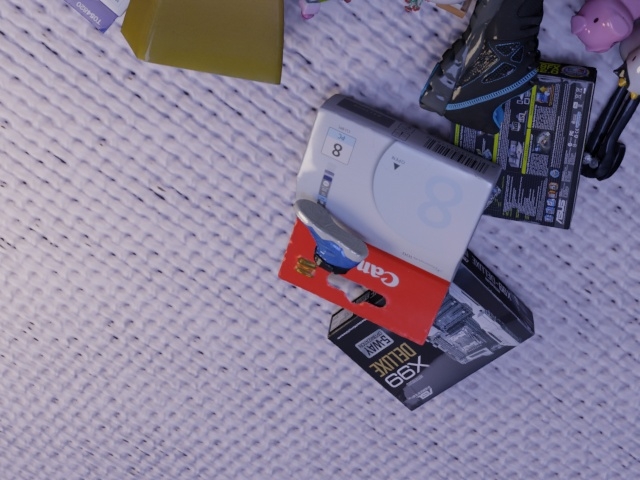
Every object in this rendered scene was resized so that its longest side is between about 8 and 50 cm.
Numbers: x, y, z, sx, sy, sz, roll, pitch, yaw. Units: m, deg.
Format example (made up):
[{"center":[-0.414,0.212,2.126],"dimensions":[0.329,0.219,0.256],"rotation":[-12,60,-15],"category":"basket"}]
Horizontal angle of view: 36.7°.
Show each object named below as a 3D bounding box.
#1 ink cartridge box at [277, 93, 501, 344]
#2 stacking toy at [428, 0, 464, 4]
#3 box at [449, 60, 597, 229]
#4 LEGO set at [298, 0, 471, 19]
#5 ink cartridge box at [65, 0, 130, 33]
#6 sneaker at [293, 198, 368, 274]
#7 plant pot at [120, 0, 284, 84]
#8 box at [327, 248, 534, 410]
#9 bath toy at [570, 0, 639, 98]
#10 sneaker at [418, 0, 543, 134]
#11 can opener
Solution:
[{"center":[0.094,-0.015,1.645],"dimensions":[0.308,0.091,0.385],"rotation":[25,120,10],"category":"ink cartridge box"},{"center":[0.031,-0.470,1.305],"dimensions":[0.479,0.351,0.350],"rotation":[30,123,-27],"category":"stacking toy"},{"center":[0.320,-0.161,1.569],"dimensions":[0.216,0.060,0.270],"rotation":[10,125,17],"category":"box"},{"center":[0.081,-0.375,1.462],"dimensions":[0.286,0.132,0.107],"rotation":[-1,148,-22],"category":"LEGO set"},{"center":[-0.366,-0.460,1.496],"dimensions":[0.223,0.045,0.224],"rotation":[39,120,-18],"category":"ink cartridge box"},{"center":[0.000,0.001,1.639],"dimensions":[0.152,0.058,0.084],"rotation":[36,129,-11],"category":"sneaker"},{"center":[-0.163,-0.361,1.426],"dimensions":[0.212,0.212,0.187],"rotation":[7,110,-22],"category":"plant pot"},{"center":[0.205,0.159,1.810],"dimensions":[0.307,0.076,0.242],"rotation":[-37,111,27],"category":"box"},{"center":[0.430,-0.318,1.420],"dimensions":[0.129,0.151,0.348],"rotation":[-42,108,18],"category":"bath toy"},{"center":[0.275,-0.298,1.395],"dimensions":[0.139,0.125,0.341],"rotation":[29,138,-1],"category":"sneaker"},{"center":[0.471,-0.181,1.572],"dimensions":[0.059,0.073,0.186],"rotation":[35,127,32],"category":"can opener"}]
